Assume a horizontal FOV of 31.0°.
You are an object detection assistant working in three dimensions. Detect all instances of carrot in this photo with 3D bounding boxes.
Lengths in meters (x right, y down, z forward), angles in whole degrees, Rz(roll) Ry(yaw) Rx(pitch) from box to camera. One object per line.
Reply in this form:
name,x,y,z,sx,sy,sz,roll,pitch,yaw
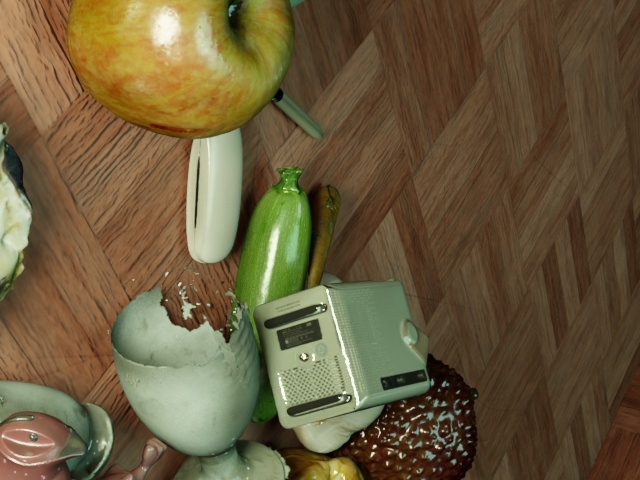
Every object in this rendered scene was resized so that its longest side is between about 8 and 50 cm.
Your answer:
carrot,0.000,0.000,1.775,0.254,0.049,0.049,-82,162,-49

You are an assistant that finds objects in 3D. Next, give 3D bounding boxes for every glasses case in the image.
glasses case,-0.145,-0.068,1.584,0.081,0.051,0.204,-13,112,-58

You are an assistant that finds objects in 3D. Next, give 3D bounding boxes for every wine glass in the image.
wine glass,-0.335,0.219,1.324,0.204,0.111,0.111,30,75,-55
wine glass,-0.157,0.222,1.546,0.190,0.190,0.357,-46,137,-41

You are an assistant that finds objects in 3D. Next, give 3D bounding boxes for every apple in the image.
apple,-0.166,-0.244,1.323,0.264,0.264,0.264,-28,125,-52

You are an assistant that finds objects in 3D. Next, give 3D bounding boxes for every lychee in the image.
lychee,0.145,0.318,2.003,0.304,0.276,0.275,-24,125,-22

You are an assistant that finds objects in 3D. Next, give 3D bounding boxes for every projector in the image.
projector,0.037,0.154,1.621,0.242,0.163,0.177,1,73,-56

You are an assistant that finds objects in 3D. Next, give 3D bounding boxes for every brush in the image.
brush,-0.056,-0.207,1.692,0.299,0.042,0.039,36,31,-58

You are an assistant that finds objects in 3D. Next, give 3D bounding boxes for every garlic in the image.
garlic,0.019,0.198,1.819,0.203,0.185,0.281,10,94,-66

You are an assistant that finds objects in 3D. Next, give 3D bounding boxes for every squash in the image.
squash,-0.077,0.085,1.706,0.107,0.107,0.395,-2,103,-58

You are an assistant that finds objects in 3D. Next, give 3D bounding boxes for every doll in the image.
doll,-0.280,0.353,1.422,0.262,0.093,0.211,-52,173,-12

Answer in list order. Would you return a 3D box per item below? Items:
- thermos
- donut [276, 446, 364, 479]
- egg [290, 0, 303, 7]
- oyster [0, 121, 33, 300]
thermos,-0.348,0.300,1.237,0.109,0.136,0.330,-24,145,-51
donut,-0.038,0.486,1.856,0.299,0.150,0.317,-2,109,-54
egg,-0.061,-0.385,1.489,0.231,0.168,0.168,-51,141,-34
oyster,-0.395,-0.029,1.143,0.351,0.115,0.238,68,36,-51
